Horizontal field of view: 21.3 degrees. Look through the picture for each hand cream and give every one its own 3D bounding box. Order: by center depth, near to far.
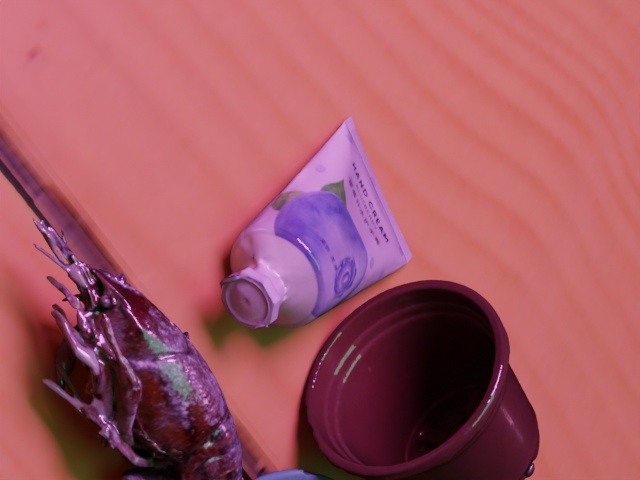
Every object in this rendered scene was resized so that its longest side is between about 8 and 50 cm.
[{"bbox_3d":[0.000,0.000,0.849,0.142,0.053,0.084,-39,110,-49],"label":"hand cream"}]

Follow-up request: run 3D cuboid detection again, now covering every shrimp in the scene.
[{"bbox_3d":[-0.086,0.058,0.755,0.165,0.065,0.056,58,20,-14],"label":"shrimp"}]

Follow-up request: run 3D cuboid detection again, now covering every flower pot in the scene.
[{"bbox_3d":[0.060,0.089,0.862,0.089,0.111,0.111,49,54,-45],"label":"flower pot"}]

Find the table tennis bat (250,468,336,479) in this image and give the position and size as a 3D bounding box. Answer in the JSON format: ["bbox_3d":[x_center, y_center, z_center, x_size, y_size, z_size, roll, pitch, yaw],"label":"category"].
[{"bbox_3d":[0.015,0.173,0.849,0.201,0.033,0.124,0,87,-37],"label":"table tennis bat"}]
